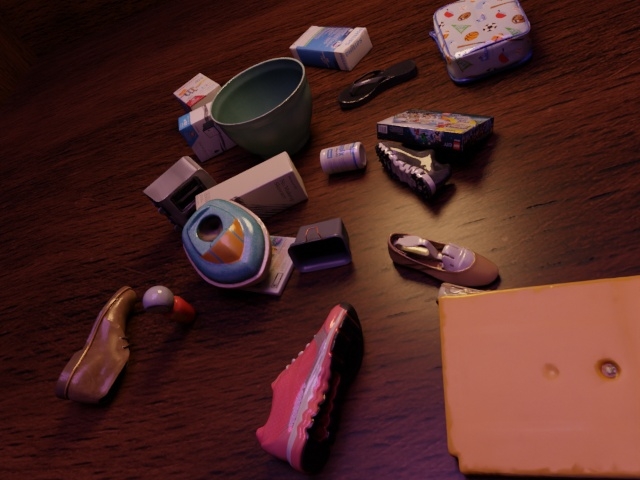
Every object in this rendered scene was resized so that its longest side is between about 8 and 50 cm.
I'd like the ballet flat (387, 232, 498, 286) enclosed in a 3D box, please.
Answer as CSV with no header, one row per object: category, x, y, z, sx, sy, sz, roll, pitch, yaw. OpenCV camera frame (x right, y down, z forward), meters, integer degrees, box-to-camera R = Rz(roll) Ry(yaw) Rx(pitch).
ballet flat,0.231,0.033,0.994,0.232,0.073,0.080,12,59,35

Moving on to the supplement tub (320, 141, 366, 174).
supplement tub,0.060,-0.214,1.307,0.107,0.071,0.071,-8,49,21

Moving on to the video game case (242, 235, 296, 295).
video game case,-0.125,0.056,1.203,0.143,0.019,0.157,5,55,32

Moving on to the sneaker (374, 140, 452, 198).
sneaker,0.224,-0.186,1.196,0.106,0.078,0.234,-32,44,-11

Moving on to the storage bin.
storage bin,0.000,0.000,1.140,0.135,0.098,0.091,-13,36,17

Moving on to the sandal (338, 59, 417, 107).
sandal,0.162,-0.482,1.502,0.254,0.054,0.097,-27,44,4

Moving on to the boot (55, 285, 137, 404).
boot,-0.494,0.247,1.196,0.115,0.112,0.305,14,49,1

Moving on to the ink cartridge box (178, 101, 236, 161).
ink cartridge box,-0.332,-0.358,1.593,0.190,0.140,0.082,-24,43,7

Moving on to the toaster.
toaster,-0.361,-0.123,1.384,0.185,0.168,0.110,-44,48,-12

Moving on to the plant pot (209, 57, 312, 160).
plant pot,-0.144,-0.358,1.453,0.292,0.196,0.293,-14,47,15

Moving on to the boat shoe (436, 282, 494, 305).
boat shoe,0.289,0.105,0.915,0.153,0.056,0.048,-1,56,37

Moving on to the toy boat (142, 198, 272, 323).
toy boat,-0.262,0.053,1.151,0.267,0.148,0.318,34,82,33

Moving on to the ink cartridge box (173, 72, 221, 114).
ink cartridge box,-0.404,-0.478,1.748,0.128,0.127,0.176,-40,44,-9

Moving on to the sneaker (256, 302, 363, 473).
sneaker,-0.024,0.244,0.913,0.136,0.116,0.314,3,53,32

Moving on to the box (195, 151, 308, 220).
box,-0.182,-0.113,1.319,0.275,0.113,0.094,-26,44,7

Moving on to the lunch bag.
lunch bag,0.439,-0.576,1.400,0.243,0.115,0.304,-17,46,17

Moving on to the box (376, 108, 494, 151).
box,0.277,-0.273,1.218,0.233,0.044,0.159,18,35,38

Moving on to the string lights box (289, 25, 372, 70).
string lights box,0.033,-0.662,1.715,0.259,0.077,0.133,24,66,40

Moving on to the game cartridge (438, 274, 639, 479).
game cartridge,0.351,0.206,0.761,0.323,0.053,0.286,-9,60,23
